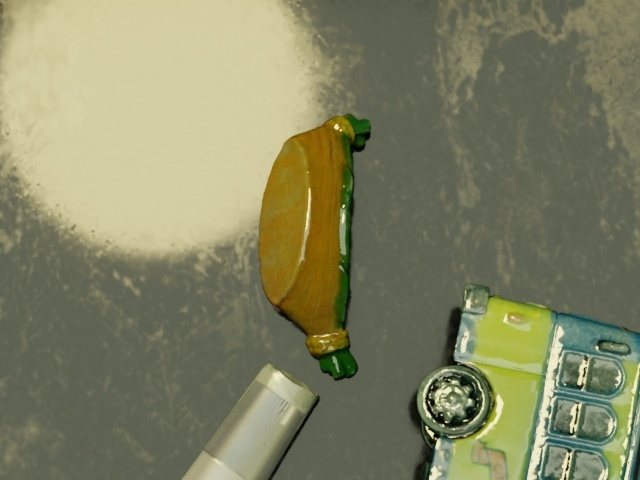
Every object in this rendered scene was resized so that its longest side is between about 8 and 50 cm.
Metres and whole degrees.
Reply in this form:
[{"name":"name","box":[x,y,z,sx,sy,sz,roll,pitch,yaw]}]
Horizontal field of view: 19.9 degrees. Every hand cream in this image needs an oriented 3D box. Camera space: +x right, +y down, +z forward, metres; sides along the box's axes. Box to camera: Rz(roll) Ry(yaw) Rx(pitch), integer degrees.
[{"name":"hand cream","box":[-0.093,0.221,1.526,0.079,0.048,0.255,33,86,3]}]

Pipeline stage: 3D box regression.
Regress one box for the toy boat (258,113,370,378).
[{"name":"toy boat","box":[0.000,0.000,1.543,0.088,0.089,0.229,10,81,-37]}]

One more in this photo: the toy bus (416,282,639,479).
[{"name":"toy bus","box":[0.160,0.206,1.452,0.190,0.152,0.312,10,76,9]}]
